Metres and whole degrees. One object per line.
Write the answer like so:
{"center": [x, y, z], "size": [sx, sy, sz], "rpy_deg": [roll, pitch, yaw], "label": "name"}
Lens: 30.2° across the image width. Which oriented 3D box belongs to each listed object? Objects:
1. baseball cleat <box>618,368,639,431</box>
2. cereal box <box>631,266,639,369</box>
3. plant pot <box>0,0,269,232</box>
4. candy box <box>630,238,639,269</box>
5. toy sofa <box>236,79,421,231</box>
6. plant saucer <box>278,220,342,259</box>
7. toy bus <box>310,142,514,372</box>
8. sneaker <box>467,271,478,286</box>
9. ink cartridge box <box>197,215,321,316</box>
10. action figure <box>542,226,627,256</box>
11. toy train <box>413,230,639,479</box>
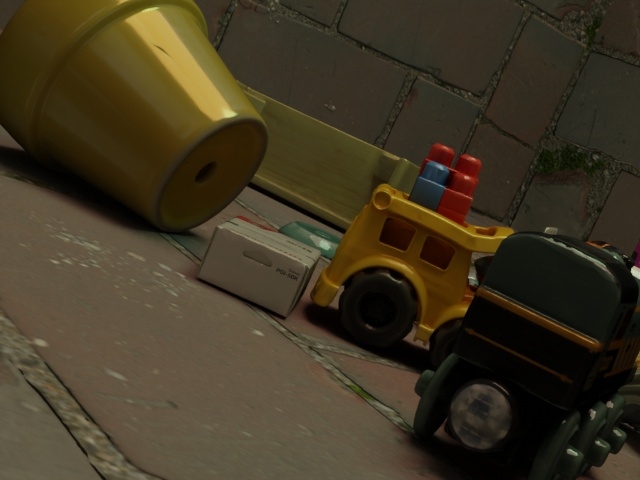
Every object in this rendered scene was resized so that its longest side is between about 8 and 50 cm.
{"center": [0.376, 0.173, 1.278], "size": [0.109, 0.072, 0.206], "rpy_deg": [23, -10, -22], "label": "baseball cleat"}
{"center": [0.380, 0.122, 1.441], "size": [0.240, 0.173, 0.047], "rpy_deg": [26, -24, 20], "label": "cereal box"}
{"center": [-0.194, -0.143, 1.304], "size": [0.239, 0.254, 0.254], "rpy_deg": [45, 15, 21], "label": "plant pot"}
{"center": [0.448, 0.103, 1.519], "size": [0.159, 0.233, 0.071], "rpy_deg": [26, 6, 19], "label": "candy box"}
{"center": [-0.010, -0.126, 2.006], "size": [0.362, 0.150, 0.177], "rpy_deg": [27, 3, 17], "label": "toy sofa"}
{"center": [0.000, 0.000, 1.652], "size": [0.119, 0.021, 0.119], "rpy_deg": [24, 7, -3], "label": "plant saucer"}
{"center": [0.128, 0.020, 1.203], "size": [0.220, 0.211, 0.149], "rpy_deg": [26, 6, 1], "label": "toy bus"}
{"center": [0.141, 0.082, 1.416], "size": [0.098, 0.083, 0.223], "rpy_deg": [2, 3, 7], "label": "sneaker"}
{"center": [-0.059, 0.023, 1.178], "size": [0.099, 0.056, 0.135], "rpy_deg": [24, 7, 3], "label": "ink cartridge box"}
{"center": [0.507, 0.130, 1.843], "size": [0.330, 0.178, 0.341], "rpy_deg": [16, -46, 57], "label": "action figure"}
{"center": [0.194, 0.093, 0.971], "size": [0.142, 0.190, 0.334], "rpy_deg": [28, 9, 23], "label": "toy train"}
